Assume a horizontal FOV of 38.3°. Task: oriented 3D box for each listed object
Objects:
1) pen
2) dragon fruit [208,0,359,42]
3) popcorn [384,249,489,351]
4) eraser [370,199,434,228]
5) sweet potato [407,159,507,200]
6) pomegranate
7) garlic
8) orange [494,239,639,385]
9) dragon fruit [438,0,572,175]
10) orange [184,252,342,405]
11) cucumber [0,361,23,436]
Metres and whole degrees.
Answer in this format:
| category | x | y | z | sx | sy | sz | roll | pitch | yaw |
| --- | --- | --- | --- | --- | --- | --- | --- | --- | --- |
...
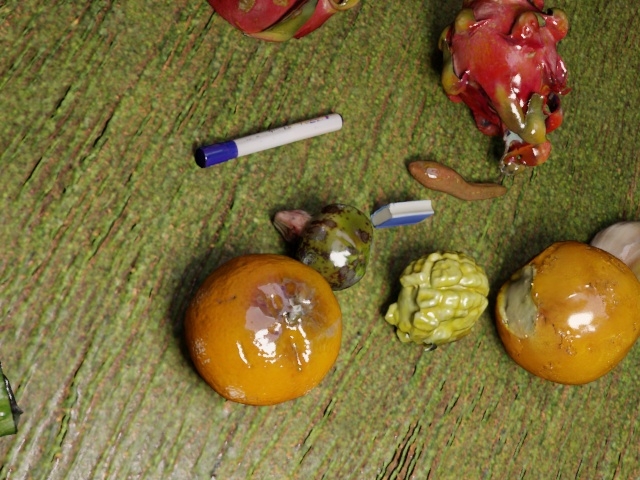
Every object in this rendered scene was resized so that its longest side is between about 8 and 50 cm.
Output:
| category | x | y | z | sx | sy | sz | roll | pitch | yaw |
| --- | --- | --- | --- | --- | --- | --- | --- | --- | --- |
| pen | -0.075 | -0.161 | 1.466 | 0.269 | 0.033 | 0.033 | -19 | 82 | -32 |
| dragon fruit | -0.052 | -0.497 | 1.488 | 0.305 | 0.226 | 0.305 | 11 | 67 | -27 |
| popcorn | 0.183 | 0.094 | 1.443 | 0.173 | 0.173 | 0.142 | -31 | 80 | -32 |
| eraser | 0.134 | -0.043 | 1.514 | 0.085 | 0.063 | 0.027 | -7 | 78 | -28 |
| sweet potato | 0.246 | -0.098 | 1.606 | 0.214 | 0.050 | 0.050 | 14 | 66 | -27 |
| pomegranate | 0.005 | -0.001 | 1.397 | 0.163 | 0.125 | 0.138 | 36 | 72 | -11 |
| garlic | 0.594 | 0.031 | 1.716 | 0.267 | 0.148 | 0.128 | -10 | 41 | -26 |
| orange | 0.405 | 0.116 | 1.500 | 0.240 | 0.240 | 0.240 | 9 | 68 | -25 |
| dragon fruit | 0.335 | -0.293 | 1.616 | 0.307 | 0.227 | 0.243 | 50 | 62 | -7 |
| orange | -0.075 | 0.123 | 1.284 | 0.224 | 0.170 | 0.224 | 10 | 66 | -23 |
| cucumber | -0.484 | 0.199 | 1.080 | 0.244 | 0.134 | 0.134 | -16 | 80 | -21 |
